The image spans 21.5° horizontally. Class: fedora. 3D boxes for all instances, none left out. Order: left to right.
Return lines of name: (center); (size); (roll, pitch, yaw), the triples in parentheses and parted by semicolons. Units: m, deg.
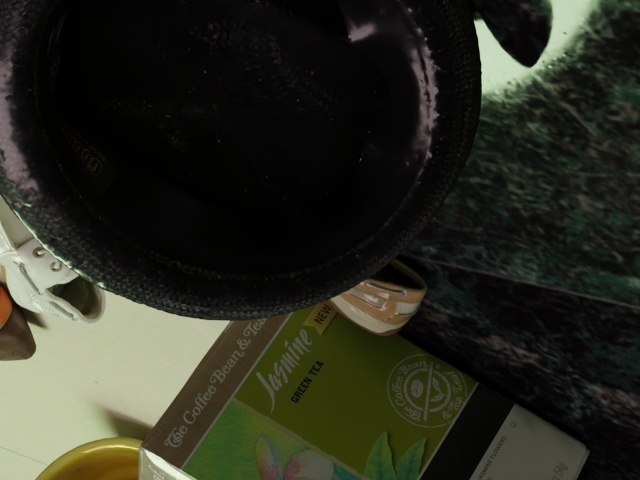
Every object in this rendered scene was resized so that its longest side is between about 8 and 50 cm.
fedora: (-0.066, -0.114, 1.077); (0.334, 0.334, 0.152); (55, -179, -33)

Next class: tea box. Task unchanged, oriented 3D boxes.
tea box: (0.021, 0.245, 1.511); (0.323, 0.220, 0.329); (30, 152, 9)

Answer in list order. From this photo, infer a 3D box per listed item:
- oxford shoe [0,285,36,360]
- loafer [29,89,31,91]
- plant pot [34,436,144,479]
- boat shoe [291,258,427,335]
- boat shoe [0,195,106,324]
oxford shoe: (-0.436, 0.100, 1.925); (0.271, 0.097, 0.098); (6, 145, 41)
loafer: (-0.215, -0.127, 1.364); (0.050, 0.056, 0.148); (3, 139, 36)
plant pot: (-0.206, 0.388, 1.988); (0.254, 0.254, 0.239); (18, 164, 29)
boat shoe: (0.000, 0.000, 1.331); (0.190, 0.068, 0.072); (28, 141, -7)
boat shoe: (-0.253, -0.004, 1.565); (0.096, 0.098, 0.277); (25, 160, 18)
